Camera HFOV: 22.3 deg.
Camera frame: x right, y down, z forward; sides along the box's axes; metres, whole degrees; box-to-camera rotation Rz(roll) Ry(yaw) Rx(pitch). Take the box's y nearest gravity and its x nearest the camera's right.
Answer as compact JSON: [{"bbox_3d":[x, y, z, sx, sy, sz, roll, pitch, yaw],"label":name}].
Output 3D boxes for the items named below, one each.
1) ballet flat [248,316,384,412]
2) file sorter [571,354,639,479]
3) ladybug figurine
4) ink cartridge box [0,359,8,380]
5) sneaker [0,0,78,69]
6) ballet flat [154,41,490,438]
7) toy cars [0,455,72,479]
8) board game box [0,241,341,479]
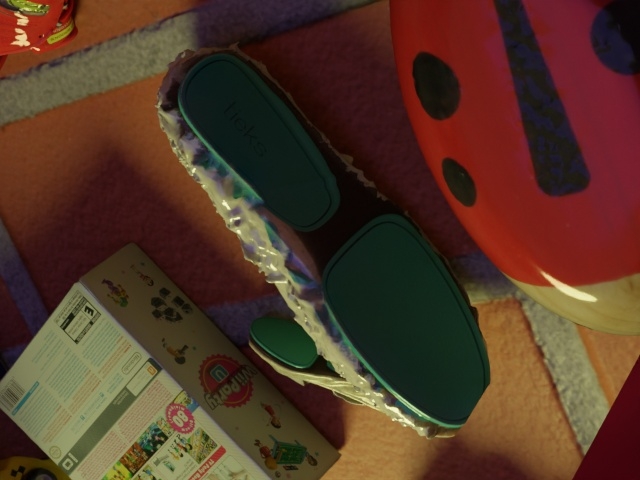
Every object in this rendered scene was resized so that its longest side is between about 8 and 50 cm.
[{"bbox_3d":[0.002,0.124,1.548,0.168,0.057,0.052,21,134,21],"label":"ballet flat"},{"bbox_3d":[0.338,0.172,1.221,0.182,0.291,0.202,49,130,-5],"label":"file sorter"},{"bbox_3d":[0.190,-0.119,1.218,0.305,0.162,0.449,-15,107,32],"label":"ladybug figurine"},{"bbox_3d":[-0.552,0.057,1.808,0.330,0.071,0.324,-9,120,33],"label":"ink cartridge box"},{"bbox_3d":[-0.260,-0.236,1.496,0.118,0.107,0.279,42,135,-20],"label":"sneaker"},{"bbox_3d":[0.000,0.000,1.453,0.147,0.147,0.409,-36,91,39],"label":"ballet flat"},{"bbox_3d":[-0.374,0.246,1.793,0.393,0.087,0.176,11,153,12],"label":"toy cars"},{"bbox_3d":[-0.162,0.186,1.656,0.303,0.097,0.224,46,131,3],"label":"board game box"}]
